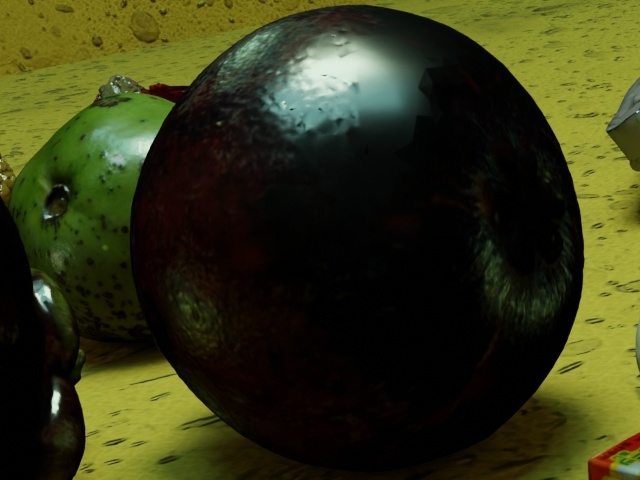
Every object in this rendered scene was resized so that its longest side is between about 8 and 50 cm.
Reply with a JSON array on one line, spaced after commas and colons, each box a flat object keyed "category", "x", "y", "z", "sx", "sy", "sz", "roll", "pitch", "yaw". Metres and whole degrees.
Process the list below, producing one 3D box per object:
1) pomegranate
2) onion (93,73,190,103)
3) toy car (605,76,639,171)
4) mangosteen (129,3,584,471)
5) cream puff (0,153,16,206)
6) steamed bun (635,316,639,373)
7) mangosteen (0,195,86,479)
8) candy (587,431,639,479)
[{"category": "pomegranate", "x": -0.138, "y": -0.009, "z": 1.485, "sx": 0.214, "sy": 0.214, "sz": 0.248, "roll": 0, "pitch": -16, "yaw": 33}, {"category": "onion", "x": -0.172, "y": -0.074, "z": 1.707, "sx": 0.272, "sy": 0.195, "sz": 0.272, "roll": -13, "pitch": 22, "yaw": 6}, {"category": "toy car", "x": 0.444, "y": -0.150, "z": 1.574, "sx": 0.336, "sy": 0.226, "sz": 0.242, "roll": -42, "pitch": 2, "yaw": 23}, {"category": "mangosteen", "x": 0.008, "y": 0.000, "z": 1.106, "sx": 0.300, "sy": 0.300, "sz": 0.300, "roll": -9, "pitch": 14, "yaw": 2}, {"category": "cream puff", "x": -0.399, "y": -0.053, "z": 1.925, "sx": 0.165, "sy": 0.115, "sz": 0.150, "roll": -3, "pitch": 18, "yaw": 28}, {"category": "steamed bun", "x": 0.293, "y": 0.047, "z": 0.998, "sx": 0.228, "sy": 0.131, "sz": 0.177, "roll": 3, "pitch": 4, "yaw": 22}, {"category": "mangosteen", "x": -0.293, "y": 0.073, "z": 1.087, "sx": 0.297, "sy": 0.313, "sz": 0.297, "roll": -46, "pitch": 9, "yaw": 9}, {"category": "candy", "x": 0.208, "y": 0.134, "z": 0.951, "sx": 0.062, "sy": 0.038, "sz": 0.122, "roll": -20, "pitch": 17, "yaw": -38}]
